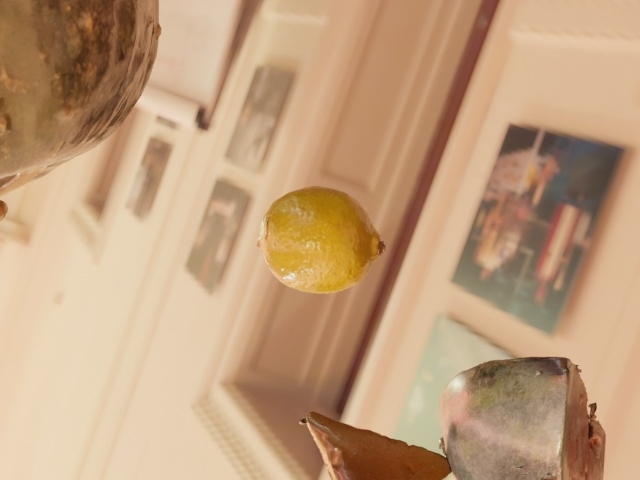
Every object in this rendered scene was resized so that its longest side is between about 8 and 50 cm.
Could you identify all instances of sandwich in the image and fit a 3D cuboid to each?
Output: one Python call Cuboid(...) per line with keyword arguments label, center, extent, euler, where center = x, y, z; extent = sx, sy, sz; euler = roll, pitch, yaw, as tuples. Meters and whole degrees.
Cuboid(label="sandwich", center=(0.076, 0.280, 1.611), extent=(0.128, 0.236, 0.122), euler=(-22, 174, -14))

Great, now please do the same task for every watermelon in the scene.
Cuboid(label="watermelon", center=(0.200, 0.246, 1.535), extent=(0.175, 0.188, 0.322), euler=(1, 153, 22))

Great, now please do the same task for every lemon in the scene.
Cuboid(label="lemon", center=(0.000, 0.000, 1.471), extent=(0.133, 0.109, 0.109), euler=(2, -177, 5))

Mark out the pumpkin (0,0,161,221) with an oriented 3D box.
Cuboid(label="pumpkin", center=(-0.255, -0.107, 0.747), extent=(0.257, 0.327, 0.291), euler=(55, 158, -1))
